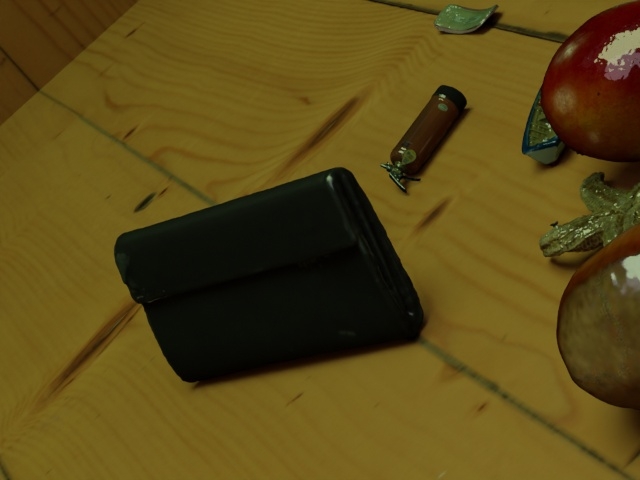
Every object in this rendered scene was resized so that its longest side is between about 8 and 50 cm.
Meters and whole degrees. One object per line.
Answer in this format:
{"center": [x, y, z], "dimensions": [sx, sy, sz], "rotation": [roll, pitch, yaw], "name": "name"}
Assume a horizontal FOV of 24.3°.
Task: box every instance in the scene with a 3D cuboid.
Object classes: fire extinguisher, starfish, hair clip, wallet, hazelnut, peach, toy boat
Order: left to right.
{"center": [-0.076, 0.053, 1.866], "dimensions": [0.406, 0.228, 0.062], "rotation": [-16, 19, 40], "name": "wallet"}
{"center": [0.144, -0.140, 2.083], "dimensions": [0.062, 0.050, 0.177], "rotation": [26, 64, 20], "name": "fire extinguisher"}
{"center": [0.229, -0.348, 2.323], "dimensions": [0.054, 0.022, 0.137], "rotation": [-49, 27, -16], "name": "hair clip"}
{"center": [0.315, -0.183, 1.923], "dimensions": [0.080, 0.046, 0.229], "rotation": [-19, 33, 38], "name": "toy boat"}
{"center": [0.350, -0.027, 1.640], "dimensions": [0.236, 0.062, 0.277], "rotation": [-26, 24, 15], "name": "starfish"}
{"center": [0.362, -0.179, 1.690], "dimensions": [0.226, 0.190, 0.196], "rotation": [-21, 34, 38], "name": "peach"}
{"center": [0.326, 0.062, 1.378], "dimensions": [0.214, 0.176, 0.214], "rotation": [-24, 17, 8], "name": "hazelnut"}
